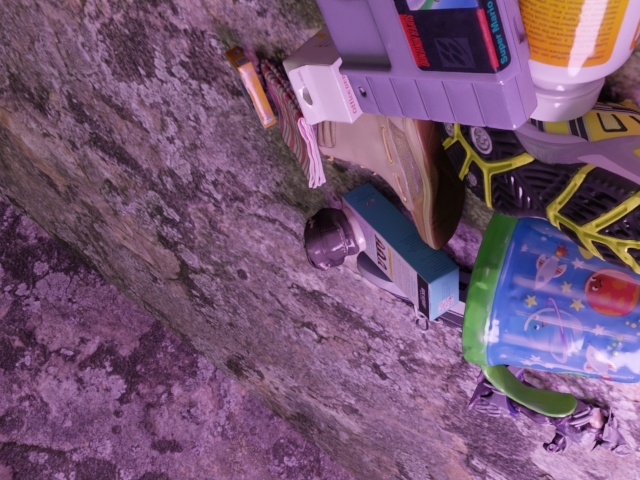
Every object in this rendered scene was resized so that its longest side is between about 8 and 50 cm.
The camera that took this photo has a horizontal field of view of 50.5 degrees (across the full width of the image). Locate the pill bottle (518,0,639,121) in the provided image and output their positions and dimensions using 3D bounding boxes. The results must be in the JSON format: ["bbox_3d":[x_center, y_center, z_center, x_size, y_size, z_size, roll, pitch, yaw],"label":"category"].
[{"bbox_3d":[0.237,-0.236,0.632,0.136,0.136,0.246,29,150,24],"label":"pill bottle"}]

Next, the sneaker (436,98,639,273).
[{"bbox_3d":[0.281,-0.101,0.783,0.384,0.147,0.145,43,158,43],"label":"sneaker"}]

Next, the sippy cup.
[{"bbox_3d":[0.330,0.080,0.900,0.224,0.240,0.305,15,153,24],"label":"sippy cup"}]

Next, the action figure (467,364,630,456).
[{"bbox_3d":[0.423,0.320,1.245,0.285,0.099,0.185,25,143,24],"label":"action figure"}]

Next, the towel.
[{"bbox_3d":[-0.049,-0.190,1.094,0.144,0.029,0.197,75,169,-45],"label":"towel"}]

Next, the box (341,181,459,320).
[{"bbox_3d":[0.129,0.013,1.128,0.244,0.060,0.100,48,161,37],"label":"box"}]

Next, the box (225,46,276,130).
[{"bbox_3d":[-0.115,-0.252,1.151,0.081,0.028,0.136,54,172,50],"label":"box"}]

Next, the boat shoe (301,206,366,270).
[{"bbox_3d":[0.000,0.000,1.228,0.335,0.095,0.112,149,100,-82],"label":"boat shoe"}]

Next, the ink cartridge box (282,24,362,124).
[{"bbox_3d":[0.027,-0.226,0.911,0.090,0.143,0.092,16,143,41],"label":"ink cartridge box"}]

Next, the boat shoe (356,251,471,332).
[{"bbox_3d":[0.200,0.098,1.193,0.306,0.113,0.105,16,130,24],"label":"boat shoe"}]

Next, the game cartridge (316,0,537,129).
[{"bbox_3d":[0.063,-0.266,0.630,0.230,0.068,0.355,24,149,50],"label":"game cartridge"}]

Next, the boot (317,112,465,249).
[{"bbox_3d":[0.102,-0.113,1.029,0.203,0.095,0.262,17,142,39],"label":"boot"}]
